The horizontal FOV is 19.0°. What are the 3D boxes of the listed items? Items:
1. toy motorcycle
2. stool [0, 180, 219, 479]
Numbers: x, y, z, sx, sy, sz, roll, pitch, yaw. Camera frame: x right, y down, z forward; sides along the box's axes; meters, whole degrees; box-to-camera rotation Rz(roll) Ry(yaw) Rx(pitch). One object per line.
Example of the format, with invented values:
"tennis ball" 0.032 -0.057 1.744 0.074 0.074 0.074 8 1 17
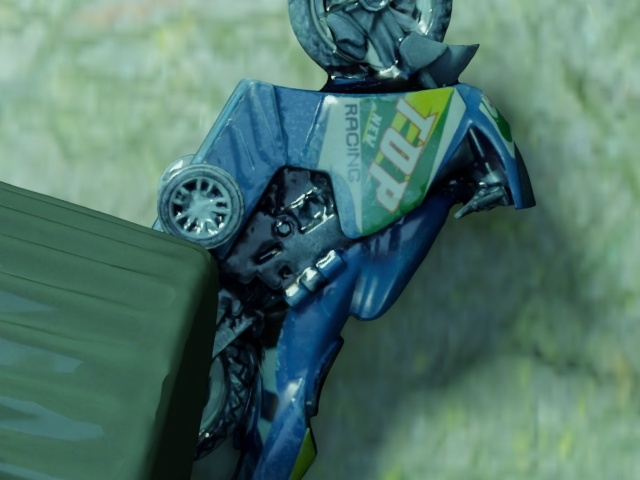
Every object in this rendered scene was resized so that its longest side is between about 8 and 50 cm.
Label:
"toy motorcycle" 0.000 0.000 0.778 0.135 0.092 0.254 32 89 -7
"stool" -0.218 0.087 0.643 0.330 0.297 0.297 11 80 1
